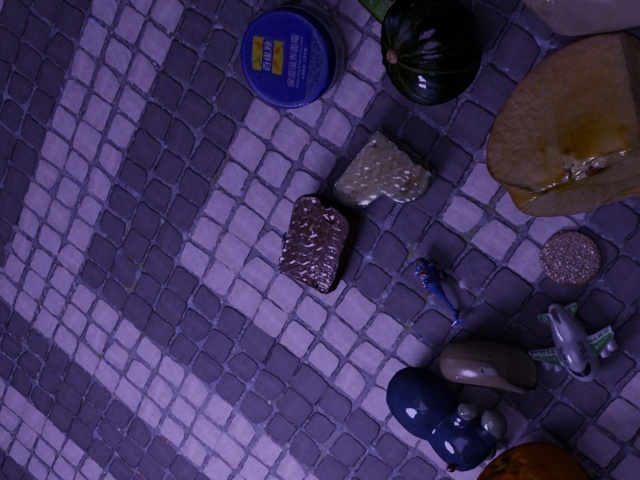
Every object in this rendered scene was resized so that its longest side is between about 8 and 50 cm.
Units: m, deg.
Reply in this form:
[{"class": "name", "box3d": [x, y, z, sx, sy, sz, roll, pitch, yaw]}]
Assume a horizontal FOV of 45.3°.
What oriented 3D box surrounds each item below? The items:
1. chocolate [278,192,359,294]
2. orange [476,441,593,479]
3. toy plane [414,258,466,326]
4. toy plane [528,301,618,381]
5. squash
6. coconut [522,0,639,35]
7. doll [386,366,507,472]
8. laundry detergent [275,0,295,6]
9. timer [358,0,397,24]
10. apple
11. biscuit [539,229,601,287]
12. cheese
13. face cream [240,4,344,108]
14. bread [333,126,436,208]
[{"class": "chocolate", "box3d": [0.000, 0.000, 1.711, 0.148, 0.093, 0.214, 26, 115, 16]}, {"class": "orange", "box3d": [0.435, 0.544, 1.556, 0.261, 0.261, 0.261, 8, 108, 25]}, {"class": "toy plane", "box3d": [0.251, 0.107, 1.637, 0.054, 0.062, 0.167, -33, 99, 30]}, {"class": "toy plane", "box3d": [0.500, 0.204, 1.527, 0.174, 0.080, 0.174, 8, 110, 23]}, {"class": "squash", "box3d": [0.206, -0.365, 1.449, 0.172, 0.218, 0.218, -23, 94, -6]}, {"class": "coconut", "box3d": [0.467, -0.476, 1.222, 0.323, 0.323, 0.323, 8, 108, 25]}, {"class": "doll", "box3d": [0.259, 0.378, 1.651, 0.258, 0.154, 0.228, 44, 158, 25]}, {"class": "laundry detergent", "box3d": [0.003, -0.586, 1.539, 0.290, 0.094, 0.143, -33, 90, 30]}, {"class": "timer", "box3d": [0.139, -0.501, 1.523, 0.140, 0.047, 0.128, 48, 119, 7]}, {"class": "apple", "box3d": [0.466, -0.172, 1.342, 0.314, 0.252, 0.309, 49, 145, -11]}, {"class": "biscuit", "box3d": [0.494, 0.036, 1.517, 0.120, 0.015, 0.120, 7, 107, 25]}, {"class": "cheese", "box3d": [0.333, 0.259, 1.588, 0.202, 0.175, 0.091, -5, 69, 53]}, {"class": "face cream", "box3d": [-0.055, -0.386, 1.608, 0.206, 0.111, 0.206, 9, 115, 20]}, {"class": "bread", "box3d": [0.129, -0.155, 1.618, 0.232, 0.064, 0.173, -7, 101, 26]}]
